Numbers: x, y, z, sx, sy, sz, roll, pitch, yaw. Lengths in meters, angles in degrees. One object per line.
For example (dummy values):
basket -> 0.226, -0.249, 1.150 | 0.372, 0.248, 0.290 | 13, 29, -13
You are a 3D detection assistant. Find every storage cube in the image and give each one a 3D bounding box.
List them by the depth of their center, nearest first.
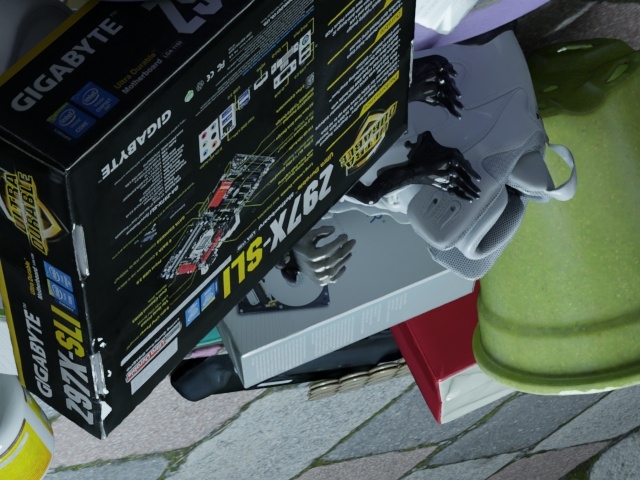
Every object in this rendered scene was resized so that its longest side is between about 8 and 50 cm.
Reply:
storage cube -> 0.165, 0.059, 2.021 | 0.215, 0.193, 0.184 | -25, 160, -5

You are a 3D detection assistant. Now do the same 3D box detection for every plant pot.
plant pot -> 0.239, -0.037, 1.721 | 0.276, 0.254, 0.276 | -17, -157, 7

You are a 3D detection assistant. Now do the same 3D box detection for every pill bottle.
pill bottle -> -0.332, 0.192, 1.860 | 0.117, 0.117, 0.215 | -24, 160, -5

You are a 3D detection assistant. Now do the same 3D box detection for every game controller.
game controller -> -0.024, 0.130, 2.187 | 0.166, 0.067, 0.319 | -24, 165, 41

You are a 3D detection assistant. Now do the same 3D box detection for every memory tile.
memory tile -> 0.056, 0.165, 2.258 | 0.148, 0.012, 0.113 | -14, 170, -4

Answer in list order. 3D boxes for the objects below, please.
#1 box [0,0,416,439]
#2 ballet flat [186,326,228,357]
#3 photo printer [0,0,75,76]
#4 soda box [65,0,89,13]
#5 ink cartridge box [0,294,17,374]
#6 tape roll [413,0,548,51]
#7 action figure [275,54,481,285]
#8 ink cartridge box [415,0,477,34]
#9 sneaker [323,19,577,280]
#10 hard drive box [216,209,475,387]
box -> -0.061, -0.072, 1.114 | 0.322, 0.079, 0.257 | -46, 157, -29
ballet flat -> -0.094, 0.089, 1.978 | 0.221, 0.077, 0.079 | -7, 171, -32
photo printer -> -0.237, -0.086, 1.154 | 0.256, 0.107, 0.307 | 9, 168, 19
soda box -> -0.158, -0.130, 1.355 | 0.058, 0.061, 0.181 | -13, 156, -32
ink cartridge box -> -0.311, 0.040, 1.570 | 0.255, 0.097, 0.189 | 7, 162, 9
tape roll -> 0.113, -0.249, 1.347 | 0.275, 0.090, 0.275 | -23, 160, -9
action figure -> -0.017, -0.061, 1.385 | 0.275, 0.164, 0.141 | -14, -159, -22
ink cartridge box -> 0.030, -0.241, 1.184 | 0.232, 0.066, 0.189 | 14, 139, -28
sneaker -> 0.031, -0.049, 1.565 | 0.366, 0.210, 0.137 | -28, 160, 7
hard drive box -> 0.000, 0.000, 1.695 | 0.232, 0.181, 0.089 | -23, 159, -10
